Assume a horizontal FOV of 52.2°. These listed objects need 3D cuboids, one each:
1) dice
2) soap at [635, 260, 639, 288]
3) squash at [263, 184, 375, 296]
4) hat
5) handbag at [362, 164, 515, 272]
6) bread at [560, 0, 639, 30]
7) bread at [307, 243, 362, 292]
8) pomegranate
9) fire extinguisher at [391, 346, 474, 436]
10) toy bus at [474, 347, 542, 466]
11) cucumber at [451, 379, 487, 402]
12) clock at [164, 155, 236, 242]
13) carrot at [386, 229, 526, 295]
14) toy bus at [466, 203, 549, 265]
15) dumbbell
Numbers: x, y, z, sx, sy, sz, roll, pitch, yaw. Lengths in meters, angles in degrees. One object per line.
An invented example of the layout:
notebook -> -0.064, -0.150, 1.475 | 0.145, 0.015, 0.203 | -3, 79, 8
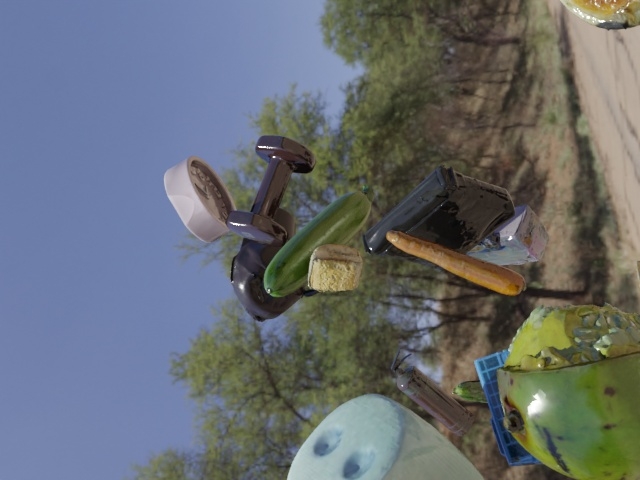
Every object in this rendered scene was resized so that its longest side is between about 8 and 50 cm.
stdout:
dice -> 0.118, 0.459, 1.186 | 0.264, 0.262, 0.268 | -49, -67, -16
soap -> 1.091, 0.156, 2.075 | 0.173, 0.089, 0.274 | 46, -151, 0
squash -> 0.000, 0.000, 1.593 | 0.395, 0.107, 0.107 | -45, -45, -25
hat -> -0.109, 0.069, 1.855 | 0.238, 0.209, 0.336 | 23, -104, -37
handbag -> 0.231, -0.029, 1.272 | 0.223, 0.247, 0.080 | 11, -131, -38
bread -> 0.622, -0.592, 1.359 | 0.159, 0.306, 0.305 | -36, -55, -27
bread -> 0.035, 0.059, 1.490 | 0.082, 0.125, 0.106 | -91, 7, -53
pomegranate -> 0.405, 0.203, 0.896 | 0.260, 0.341, 0.260 | 176, 90, -86
fire extinguisher -> 0.277, 0.382, 1.657 | 0.268, 0.089, 0.072 | 40, -178, -9
toy bus -> 0.409, 0.341, 1.328 | 0.116, 0.134, 0.234 | 29, -138, -58
cucumber -> 0.471, 0.417, 1.801 | 0.069, 0.228, 0.069 | -176, 90, -83
clock -> -0.272, -0.096, 1.512 | 0.197, 0.068, 0.197 | 55, -166, -22
carrot -> 0.223, 0.034, 1.095 | 0.043, 0.248, 0.043 | -53, -24, -36
toy bus -> 0.397, 0.003, 1.580 | 0.138, 0.317, 0.112 | 37, -112, -23
dumbbell -> -0.106, -0.106, 1.410 | 0.124, 0.140, 0.225 | 36, -112, -50
